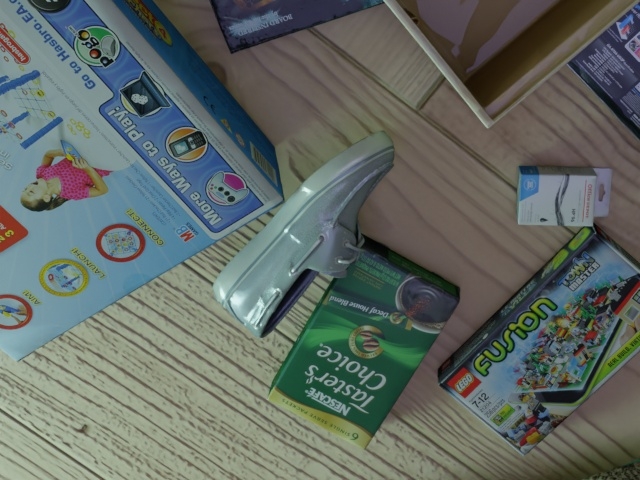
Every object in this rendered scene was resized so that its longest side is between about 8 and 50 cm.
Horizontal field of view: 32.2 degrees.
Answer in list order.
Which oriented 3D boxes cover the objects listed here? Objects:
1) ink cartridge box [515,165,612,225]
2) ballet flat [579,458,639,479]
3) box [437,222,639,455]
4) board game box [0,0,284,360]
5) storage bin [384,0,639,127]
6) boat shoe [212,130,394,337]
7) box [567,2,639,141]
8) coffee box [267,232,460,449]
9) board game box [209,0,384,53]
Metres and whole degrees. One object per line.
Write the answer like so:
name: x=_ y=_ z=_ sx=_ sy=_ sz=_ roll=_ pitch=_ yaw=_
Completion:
ink cartridge box: x=0.218 y=-0.040 z=0.984 sx=0.083 sy=0.028 sz=0.048 roll=1 pitch=110 yaw=4
ballet flat: x=0.222 y=0.316 z=1.030 sx=0.482 sy=0.182 sz=0.164 roll=-13 pitch=107 yaw=9
box: x=0.219 y=0.093 z=1.028 sx=0.114 sy=0.036 sz=0.207 roll=39 pitch=108 yaw=-9
board game box: x=-0.240 y=-0.079 z=0.926 sx=0.302 sy=0.086 sz=0.308 roll=-30 pitch=126 yaw=15
storage bin: x=0.138 y=-0.277 z=0.838 sx=0.260 sy=0.123 sz=0.262 roll=-40 pitch=104 yaw=10
boat shoe: x=-0.001 y=0.001 z=0.982 sx=0.081 sy=0.079 sz=0.227 roll=49 pitch=116 yaw=10
box: x=0.332 y=-0.144 z=0.924 sx=0.220 sy=0.051 sz=0.175 roll=43 pitch=108 yaw=-10
coffee box: x=0.040 y=0.098 z=1.043 sx=0.113 sy=0.040 sz=0.184 roll=29 pitch=109 yaw=-6
board game box: x=-0.011 y=-0.245 z=0.932 sx=0.186 sy=0.026 sz=0.126 roll=-16 pitch=108 yaw=10
